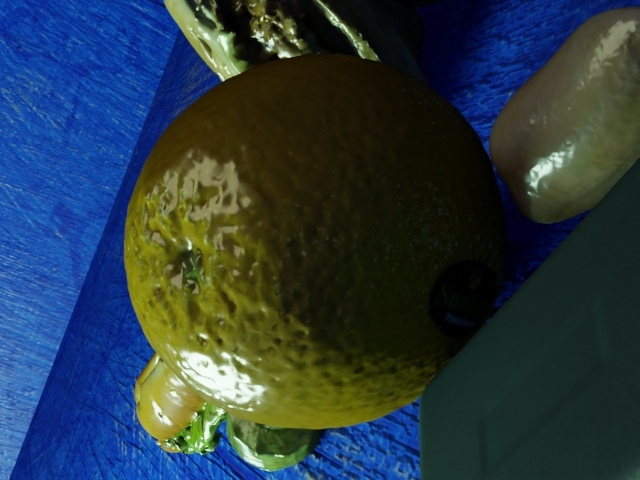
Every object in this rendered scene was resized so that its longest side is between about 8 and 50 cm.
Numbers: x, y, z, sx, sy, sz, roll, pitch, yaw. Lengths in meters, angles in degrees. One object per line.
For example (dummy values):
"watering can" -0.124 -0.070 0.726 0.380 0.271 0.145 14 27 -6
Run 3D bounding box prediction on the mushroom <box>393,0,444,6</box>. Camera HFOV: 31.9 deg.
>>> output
"mushroom" 0.128 -0.269 0.775 0.217 0.148 0.227 29 126 54

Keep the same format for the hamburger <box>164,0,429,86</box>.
"hamburger" -0.021 -0.201 0.917 0.145 0.259 0.283 -28 22 16

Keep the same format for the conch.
"conch" -0.037 0.140 0.880 0.121 0.074 0.089 103 168 -58

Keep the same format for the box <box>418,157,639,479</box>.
"box" 0.118 0.073 0.499 0.230 0.050 0.160 -54 22 40

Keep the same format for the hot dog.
"hot dog" -0.069 0.090 0.965 0.135 0.100 0.337 -22 -23 -42

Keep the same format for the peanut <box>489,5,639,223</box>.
"peanut" 0.140 -0.064 0.556 0.152 0.076 0.076 -50 25 48

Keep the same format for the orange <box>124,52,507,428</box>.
"orange" 0.000 0.000 0.656 0.236 0.236 0.236 -57 20 34
